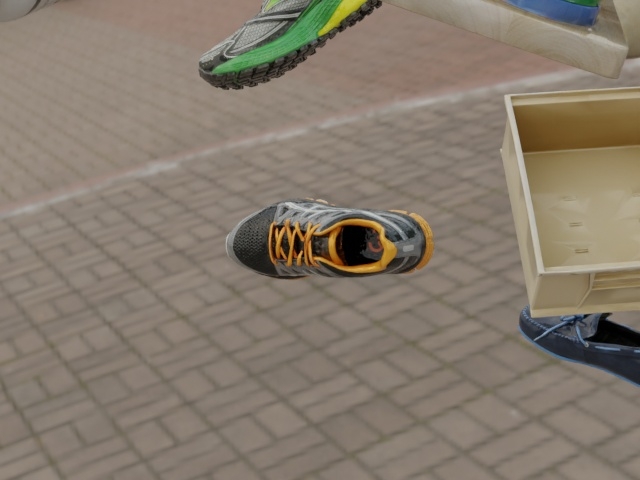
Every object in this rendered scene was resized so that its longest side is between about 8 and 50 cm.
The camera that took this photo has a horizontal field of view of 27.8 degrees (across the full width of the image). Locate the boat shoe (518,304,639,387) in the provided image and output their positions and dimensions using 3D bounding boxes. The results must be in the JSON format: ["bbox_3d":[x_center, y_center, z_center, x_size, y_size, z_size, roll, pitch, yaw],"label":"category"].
[{"bbox_3d":[0.431,0.139,1.994,0.258,0.089,0.109,17,41,25],"label":"boat shoe"}]

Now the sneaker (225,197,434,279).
[{"bbox_3d":[0.000,0.000,1.278,0.215,0.084,0.083,-3,5,23],"label":"sneaker"}]

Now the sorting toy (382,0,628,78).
[{"bbox_3d":[0.123,-0.234,1.018,0.255,0.089,0.257,19,21,2],"label":"sorting toy"}]

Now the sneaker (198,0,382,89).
[{"bbox_3d":[-0.042,-0.344,1.914,0.343,0.146,0.134,-37,0,-9],"label":"sneaker"}]

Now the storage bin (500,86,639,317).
[{"bbox_3d":[0.373,-0.051,1.626,0.260,0.123,0.262,-4,58,-2],"label":"storage bin"}]

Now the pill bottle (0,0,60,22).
[{"bbox_3d":[-0.346,-0.343,1.488,0.162,0.162,0.278,0,24,34],"label":"pill bottle"}]

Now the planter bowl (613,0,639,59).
[{"bbox_3d":[0.440,-0.330,1.894,0.109,0.162,0.162,-39,29,-26],"label":"planter bowl"}]
